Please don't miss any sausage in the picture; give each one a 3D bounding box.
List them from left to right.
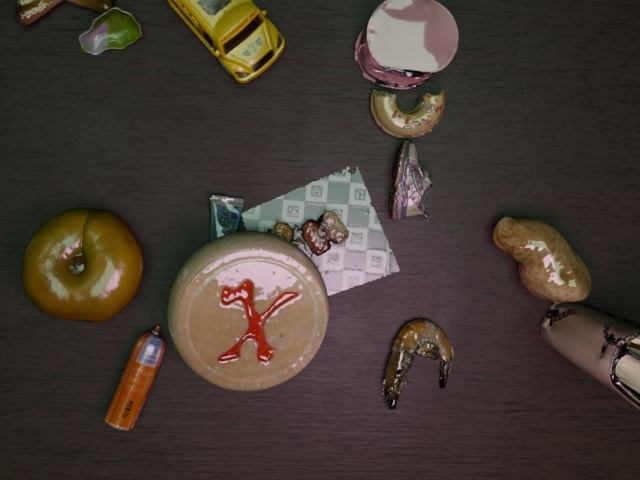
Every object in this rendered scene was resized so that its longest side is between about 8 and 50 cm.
[{"bbox_3d":[-0.398,0.295,1.506,0.071,0.071,0.234,23,92,-4],"label":"sausage"}]

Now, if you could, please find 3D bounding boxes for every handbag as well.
[{"bbox_3d":[0.181,-0.421,1.475,0.205,0.116,0.179,6,93,-4],"label":"handbag"},{"bbox_3d":[0.626,0.239,1.419,0.237,0.358,0.160,28,93,-4],"label":"handbag"}]

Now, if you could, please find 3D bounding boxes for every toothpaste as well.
[{"bbox_3d":[-0.217,0.035,1.515,0.069,0.047,0.268,5,90,13],"label":"toothpaste"}]

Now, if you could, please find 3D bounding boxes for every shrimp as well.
[{"bbox_3d":[0.222,0.288,1.555,0.150,0.051,0.217,21,88,-12],"label":"shrimp"}]

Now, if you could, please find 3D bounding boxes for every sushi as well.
[{"bbox_3d":[0.000,0.000,1.522,0.290,0.050,0.263,-21,94,-2],"label":"sushi"}]

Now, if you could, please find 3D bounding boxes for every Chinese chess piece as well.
[{"bbox_3d":[-0.149,0.146,1.439,0.339,0.140,0.337,-4,107,-13],"label":"Chinese chess piece"}]

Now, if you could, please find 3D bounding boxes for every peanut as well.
[{"bbox_3d":[0.489,0.041,1.519,0.137,0.122,0.253,-36,92,9],"label":"peanut"}]

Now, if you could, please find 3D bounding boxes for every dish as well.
[{"bbox_3d":[-0.453,-0.450,1.469,0.137,0.091,0.039,-24,52,14],"label":"dish"}]

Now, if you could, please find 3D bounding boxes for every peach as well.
[{"bbox_3d":[-0.500,0.051,1.453,0.251,0.153,0.250,2,78,-8],"label":"peach"}]

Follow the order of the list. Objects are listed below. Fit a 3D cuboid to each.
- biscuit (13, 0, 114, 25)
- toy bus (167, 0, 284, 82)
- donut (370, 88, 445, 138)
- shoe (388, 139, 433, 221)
[{"bbox_3d":[-0.552,-0.548,1.458,0.208,0.047,0.164,-9,97,-4],"label":"biscuit"},{"bbox_3d":[-0.221,-0.493,1.429,0.144,0.152,0.330,-42,95,-1],"label":"toy bus"},{"bbox_3d":[0.193,-0.278,1.509,0.166,0.065,0.108,2,94,-3],"label":"donut"},{"bbox_3d":[0.204,-0.127,1.507,0.092,0.089,0.180,6,96,-3],"label":"shoe"}]
